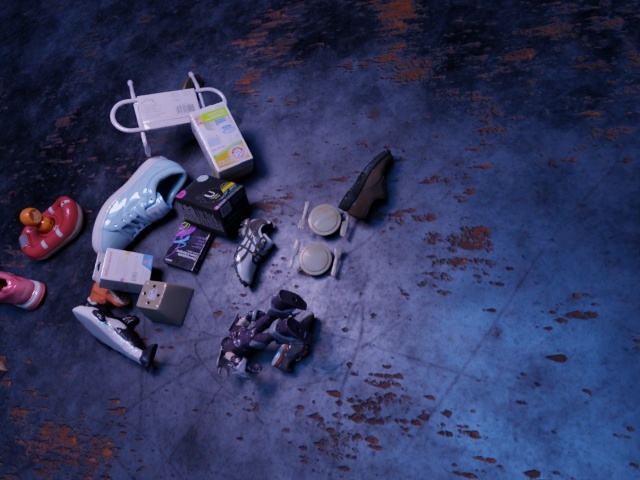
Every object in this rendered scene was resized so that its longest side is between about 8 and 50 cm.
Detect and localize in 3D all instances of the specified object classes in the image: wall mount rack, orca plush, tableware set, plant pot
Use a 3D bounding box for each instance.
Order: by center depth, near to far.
[{"bbox_3d":[0.000,0.000,1.176,0.128,0.039,0.194,11,75,12],"label":"tableware set"},{"bbox_3d":[-0.429,0.161,1.217,0.109,0.096,0.109,4,67,22],"label":"plant pot"},{"bbox_3d":[-0.535,0.231,1.221,0.287,0.151,0.102,15,40,28],"label":"orca plush"},{"bbox_3d":[-0.485,-0.433,1.438,0.349,0.130,0.304,-14,76,-17],"label":"wall mount rack"}]

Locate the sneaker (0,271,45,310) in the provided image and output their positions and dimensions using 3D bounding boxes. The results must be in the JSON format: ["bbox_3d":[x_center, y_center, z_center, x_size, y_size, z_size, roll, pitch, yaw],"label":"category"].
[{"bbox_3d":[-1.026,0.136,1.421,0.313,0.136,0.116,3,65,21],"label":"sneaker"}]

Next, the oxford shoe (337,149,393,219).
[{"bbox_3d":[0.139,-0.144,1.182,0.096,0.083,0.227,35,68,-2],"label":"oxford shoe"}]

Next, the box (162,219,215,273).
[{"bbox_3d":[-0.377,0.008,1.311,0.116,0.029,0.162,13,71,24],"label":"box"}]

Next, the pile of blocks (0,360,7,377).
[{"bbox_3d":[-1.126,0.385,1.350,0.361,0.113,0.149,-12,62,13],"label":"pile of blocks"}]

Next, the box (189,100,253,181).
[{"bbox_3d":[-0.291,-0.285,1.326,0.114,0.103,0.203,-24,80,-16],"label":"box"}]

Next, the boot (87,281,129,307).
[{"bbox_3d":[-0.618,0.172,1.306,0.157,0.059,0.085,22,77,36],"label":"boot"}]

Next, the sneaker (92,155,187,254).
[{"bbox_3d":[-0.539,-0.099,1.360,0.150,0.135,0.366,19,73,32],"label":"sneaker"}]

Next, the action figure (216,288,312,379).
[{"bbox_3d":[-0.147,0.225,1.053,0.285,0.099,0.186,-32,41,37],"label":"action figure"}]

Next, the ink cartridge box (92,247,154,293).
[{"bbox_3d":[-0.554,0.086,1.259,0.090,0.143,0.092,-40,43,54],"label":"ink cartridge box"}]

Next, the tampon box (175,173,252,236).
[{"bbox_3d":[-0.301,-0.102,1.274,0.160,0.102,0.120,18,49,26],"label":"tampon box"}]

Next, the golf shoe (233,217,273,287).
[{"bbox_3d":[-0.175,0.027,1.202,0.093,0.077,0.198,-5,65,17],"label":"golf shoe"}]

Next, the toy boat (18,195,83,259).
[{"bbox_3d":[-0.898,-0.056,1.459,0.231,0.151,0.151,-38,59,-1],"label":"toy boat"}]

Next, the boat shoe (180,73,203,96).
[{"bbox_3d":[-0.469,-0.513,1.577,0.060,0.064,0.178,-7,57,38],"label":"boat shoe"}]

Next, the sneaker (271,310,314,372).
[{"bbox_3d":[-0.051,0.244,1.075,0.064,0.061,0.158,33,79,2],"label":"sneaker"}]
